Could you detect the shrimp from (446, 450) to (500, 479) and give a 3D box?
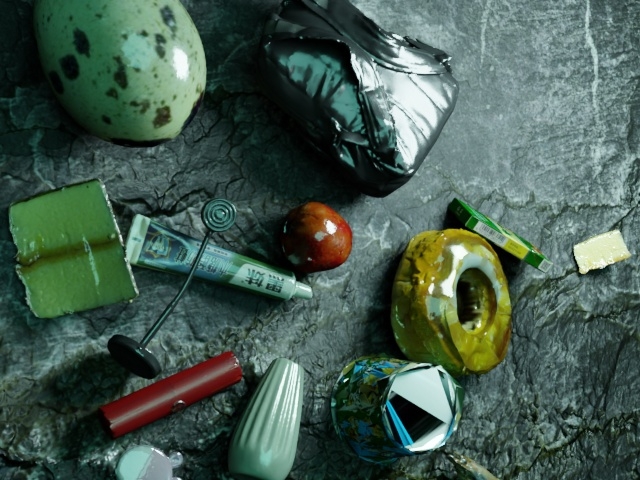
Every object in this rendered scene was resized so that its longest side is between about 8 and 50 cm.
[{"bbox_3d":[0.340,0.562,2.055,0.251,0.052,0.143,46,68,-13],"label":"shrimp"}]

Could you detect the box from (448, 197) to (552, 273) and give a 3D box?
[{"bbox_3d":[0.406,-0.012,2.142,0.235,0.132,0.034,29,102,-18],"label":"box"}]

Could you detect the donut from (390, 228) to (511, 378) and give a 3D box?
[{"bbox_3d":[0.290,0.135,2.038,0.330,0.160,0.330,5,79,-30],"label":"donut"}]

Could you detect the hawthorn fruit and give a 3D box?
[{"bbox_3d":[0.000,0.000,1.937,0.172,0.148,0.148,19,74,-30],"label":"hawthorn fruit"}]

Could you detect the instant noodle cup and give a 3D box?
[{"bbox_3d":[0.160,0.341,1.933,0.240,0.178,0.240,4,80,-26],"label":"instant noodle cup"}]

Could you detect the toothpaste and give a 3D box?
[{"bbox_3d":[-0.194,0.051,1.874,0.392,0.061,0.098,18,82,-19],"label":"toothpaste"}]

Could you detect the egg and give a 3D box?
[{"bbox_3d":[-0.368,-0.351,1.729,0.287,0.287,0.379,-30,100,-27],"label":"egg"}]

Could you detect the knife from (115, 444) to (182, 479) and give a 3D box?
[{"bbox_3d":[-0.324,0.579,1.738,0.132,0.038,0.398,6,80,-23],"label":"knife"}]

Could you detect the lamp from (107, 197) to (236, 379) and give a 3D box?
[{"bbox_3d":[-0.256,0.087,1.770,0.130,0.108,0.371,39,81,-8],"label":"lamp"}]

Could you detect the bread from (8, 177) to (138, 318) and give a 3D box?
[{"bbox_3d":[-0.456,0.023,1.710,0.178,0.135,0.240,-18,92,-27],"label":"bread"}]

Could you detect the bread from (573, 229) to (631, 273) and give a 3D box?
[{"bbox_3d":[0.675,0.026,2.290,0.109,0.080,0.084,-20,88,-30],"label":"bread"}]

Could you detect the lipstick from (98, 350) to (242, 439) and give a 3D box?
[{"bbox_3d":[-0.279,0.290,1.789,0.280,0.073,0.073,-22,91,-27],"label":"lipstick"}]

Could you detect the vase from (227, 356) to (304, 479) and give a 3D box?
[{"bbox_3d":[-0.095,0.350,1.845,0.128,0.128,0.248,28,61,-19],"label":"vase"}]

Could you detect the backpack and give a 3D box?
[{"bbox_3d":[0.065,-0.327,1.965,0.446,0.255,0.363,35,62,-14],"label":"backpack"}]
